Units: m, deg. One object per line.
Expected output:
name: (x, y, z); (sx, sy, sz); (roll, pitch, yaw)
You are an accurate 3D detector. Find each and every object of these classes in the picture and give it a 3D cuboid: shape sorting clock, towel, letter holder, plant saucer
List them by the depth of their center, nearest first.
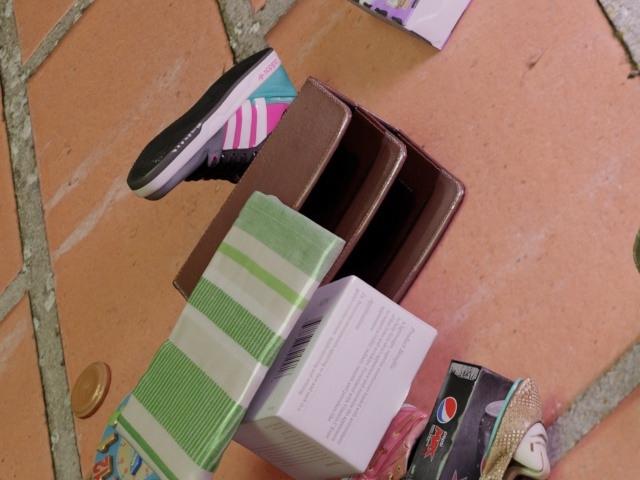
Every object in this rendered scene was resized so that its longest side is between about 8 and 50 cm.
towel: (-0.101, 0.111, 2.027); (0.325, 0.038, 0.248); (-60, 27, 1)
letter holder: (0.000, 0.000, 2.158); (0.302, 0.152, 0.214); (-56, 35, 8)
shape sorting clock: (-0.224, 0.258, 2.370); (0.206, 0.040, 0.206); (-34, 42, 36)
plant saucer: (-0.320, 0.206, 2.569); (0.083, 0.013, 0.083); (-34, 42, 37)

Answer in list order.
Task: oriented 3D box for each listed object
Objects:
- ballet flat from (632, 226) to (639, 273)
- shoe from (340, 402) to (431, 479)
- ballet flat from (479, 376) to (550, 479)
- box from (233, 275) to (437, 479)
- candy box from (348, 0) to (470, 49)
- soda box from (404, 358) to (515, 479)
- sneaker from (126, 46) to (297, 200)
ballet flat: (0.423, -0.091, 1.692); (0.348, 0.123, 0.123); (-47, 35, 22)
shoe: (0.070, 0.256, 1.942); (0.178, 0.063, 0.081); (-62, 26, -9)
ballet flat: (0.186, 0.237, 1.813); (0.067, 0.073, 0.206); (20, 85, 30)
box: (0.007, 0.152, 1.995); (0.181, 0.119, 0.182); (-60, 15, -21)
candy box: (0.123, -0.346, 2.323); (0.165, 0.070, 0.196); (-59, 33, 4)
soda box: (0.139, 0.210, 1.887); (0.053, 0.060, 0.169); (9, 74, 57)
sneaker: (-0.107, -0.096, 2.348); (0.124, 0.178, 0.295); (-16, 24, 49)
